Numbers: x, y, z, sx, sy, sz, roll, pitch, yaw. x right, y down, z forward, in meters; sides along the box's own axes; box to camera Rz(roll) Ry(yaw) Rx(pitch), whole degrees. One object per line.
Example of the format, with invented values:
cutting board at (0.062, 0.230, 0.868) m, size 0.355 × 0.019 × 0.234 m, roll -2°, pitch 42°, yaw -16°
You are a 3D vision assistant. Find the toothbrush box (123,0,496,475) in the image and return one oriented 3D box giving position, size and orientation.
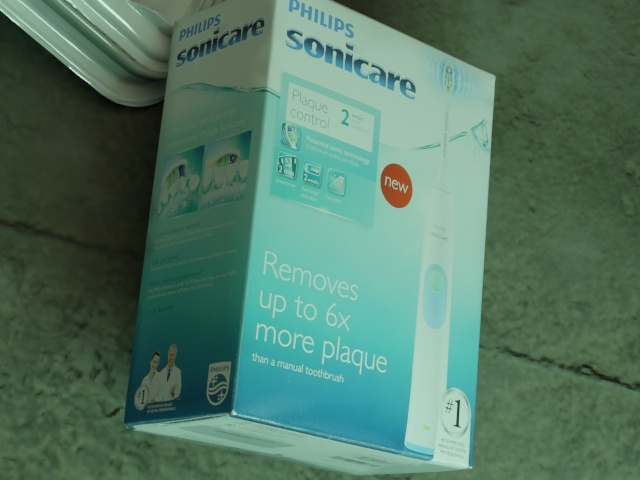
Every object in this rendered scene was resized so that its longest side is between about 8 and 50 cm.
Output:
toothbrush box at (0.000, 0.000, 1.067) m, size 0.216 × 0.126 × 0.295 m, roll 19°, pitch 68°, yaw -38°

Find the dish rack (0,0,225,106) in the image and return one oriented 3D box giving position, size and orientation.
dish rack at (-0.131, -0.297, 1.113) m, size 0.285 × 0.072 × 0.333 m, roll 40°, pitch 65°, yaw -30°
